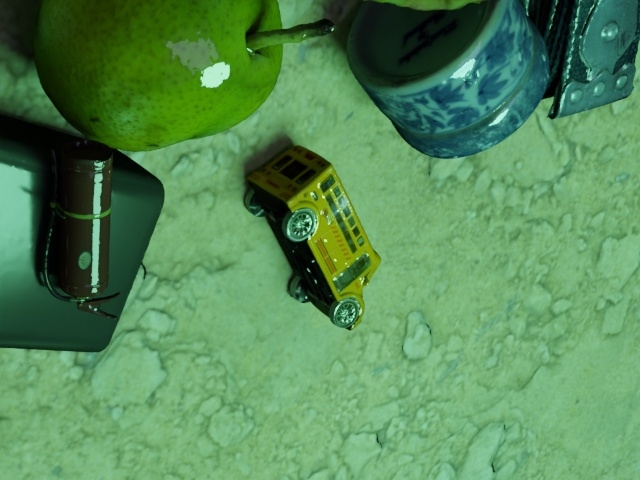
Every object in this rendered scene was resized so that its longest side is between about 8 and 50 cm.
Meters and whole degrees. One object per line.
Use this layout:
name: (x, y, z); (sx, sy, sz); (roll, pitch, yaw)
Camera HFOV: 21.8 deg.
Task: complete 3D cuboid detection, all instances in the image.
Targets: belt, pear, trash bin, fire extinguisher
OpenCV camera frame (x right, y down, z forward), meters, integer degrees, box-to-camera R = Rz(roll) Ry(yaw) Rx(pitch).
belt: (0.226, -0.229, 1.442); (0.128, 0.122, 0.218); (-19, 130, -31)
pear: (-0.096, -0.142, 1.175); (0.180, 0.216, 0.166); (8, 89, -62)
trash bin: (-0.246, -0.010, 1.207); (0.225, 0.115, 0.165); (11, 105, -45)
fire extinguisher: (-0.168, -0.003, 1.174); (0.056, 0.039, 0.132); (1, 116, -11)

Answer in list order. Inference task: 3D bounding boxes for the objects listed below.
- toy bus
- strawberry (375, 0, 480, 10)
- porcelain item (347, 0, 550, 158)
toy bus: (0.000, 0.000, 1.426); (0.074, 0.069, 0.162); (-40, 131, -16)
strawberry: (0.094, -0.341, 1.213); (0.292, 0.292, 0.343); (12, 82, -41)
porcelain item: (0.108, -0.151, 1.373); (0.147, 0.147, 0.114); (-49, 133, -6)
